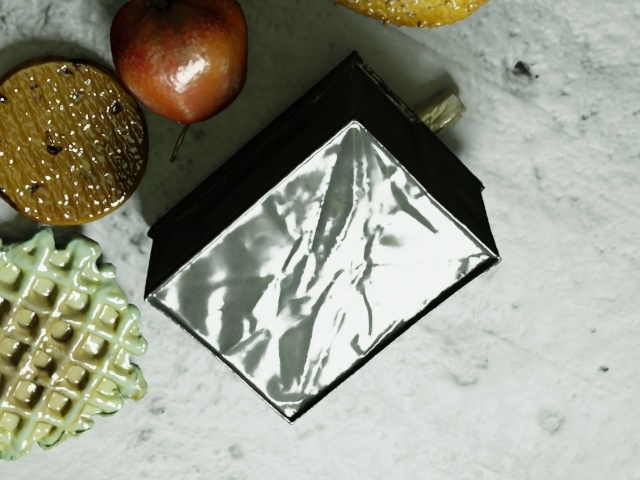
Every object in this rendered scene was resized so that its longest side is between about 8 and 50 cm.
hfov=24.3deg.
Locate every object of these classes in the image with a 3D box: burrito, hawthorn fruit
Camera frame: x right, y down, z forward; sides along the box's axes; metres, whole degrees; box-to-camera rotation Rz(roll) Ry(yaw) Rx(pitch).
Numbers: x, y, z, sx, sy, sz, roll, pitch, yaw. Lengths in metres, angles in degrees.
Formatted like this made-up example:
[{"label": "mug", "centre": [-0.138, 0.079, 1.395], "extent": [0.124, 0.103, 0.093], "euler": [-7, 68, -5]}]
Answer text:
[{"label": "burrito", "centre": [0.114, -0.132, 1.825], "extent": [0.149, 0.041, 0.055], "euler": [-37, 101, 8]}, {"label": "hawthorn fruit", "centre": [-0.153, -0.197, 1.717], "extent": [0.162, 0.163, 0.203], "euler": [-19, 133, -1]}]

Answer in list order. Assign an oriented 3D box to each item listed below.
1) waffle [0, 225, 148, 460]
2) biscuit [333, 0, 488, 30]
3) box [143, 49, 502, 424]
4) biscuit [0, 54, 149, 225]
[{"label": "waffle", "centre": [-0.374, 0.129, 1.838], "extent": [0.309, 0.056, 0.292], "euler": [-21, 111, -2]}, {"label": "biscuit", "centre": [0.083, -0.322, 1.667], "extent": [0.254, 0.254, 0.035], "euler": [26, 59, -16]}, {"label": "box", "centre": [0.000, -0.001, 1.745], "extent": [0.345, 0.204, 0.251], "euler": [-40, 111, 15]}, {"label": "biscuit", "centre": [-0.306, -0.118, 1.770], "extent": [0.212, 0.036, 0.212], "euler": [-3, 111, -8]}]
